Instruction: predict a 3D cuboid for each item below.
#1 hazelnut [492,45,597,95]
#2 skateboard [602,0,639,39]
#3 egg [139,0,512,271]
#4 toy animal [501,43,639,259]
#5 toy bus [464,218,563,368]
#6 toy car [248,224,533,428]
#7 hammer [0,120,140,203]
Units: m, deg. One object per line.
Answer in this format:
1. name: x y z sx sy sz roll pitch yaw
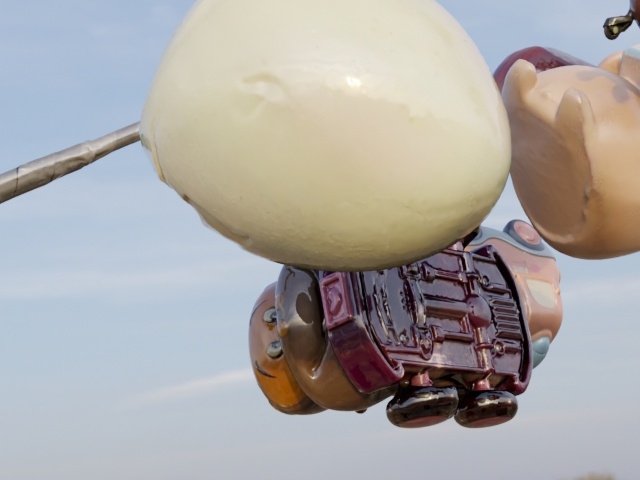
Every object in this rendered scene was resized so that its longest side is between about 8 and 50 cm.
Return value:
1. hazelnut: 0.298 -0.158 1.514 0.204 0.178 0.178 27 -33 -38
2. skateboard: 0.322 -0.181 1.024 0.151 0.080 0.067 27 -8 -34
3. egg: 0.010 -0.111 1.071 0.345 0.283 0.283 24 -5 21
4. toy animal: 0.306 -0.092 1.170 0.256 0.213 0.195 -14 31 -23
5. toy bus: 0.252 0.096 1.829 0.287 0.232 0.194 11 -52 -31
6. toy car: 0.080 0.112 1.421 0.340 0.271 0.240 12 -29 -42
7. hammer: -0.256 -0.106 1.402 0.426 0.044 0.152 -28 -27 -23
